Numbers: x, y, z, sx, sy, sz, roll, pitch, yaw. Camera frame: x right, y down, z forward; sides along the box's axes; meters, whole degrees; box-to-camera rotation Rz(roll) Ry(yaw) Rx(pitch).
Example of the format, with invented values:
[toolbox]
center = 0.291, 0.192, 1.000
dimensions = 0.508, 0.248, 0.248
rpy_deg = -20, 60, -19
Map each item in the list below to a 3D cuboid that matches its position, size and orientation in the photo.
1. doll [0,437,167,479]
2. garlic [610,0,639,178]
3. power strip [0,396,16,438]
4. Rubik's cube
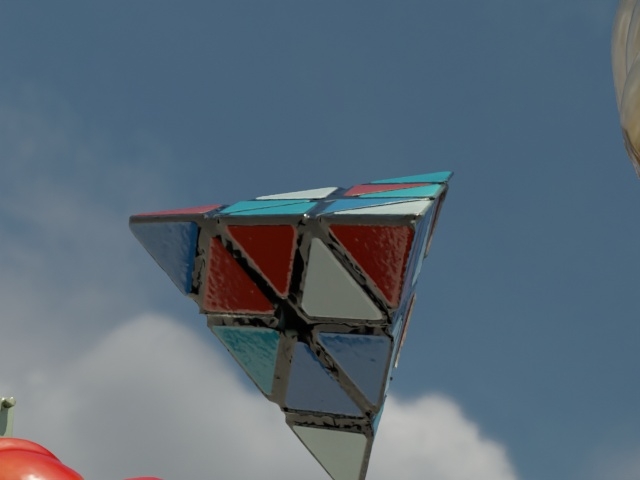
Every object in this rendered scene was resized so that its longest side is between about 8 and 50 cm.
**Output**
[doll]
center = -0.103, 0.231, 0.945
dimensions = 0.363, 0.160, 0.182
rpy_deg = 40, -26, -11
[garlic]
center = 0.239, -0.095, 0.773
dimensions = 0.203, 0.281, 0.184
rpy_deg = -28, -100, 12
[power strip]
center = -0.397, 0.263, 1.651
dimensions = 0.145, 0.215, 0.061
rpy_deg = 13, -24, -34
[Rubik's cube]
center = 0.000, 0.000, 1.128
dimensions = 0.250, 0.284, 0.234
rpy_deg = 26, -20, -10
